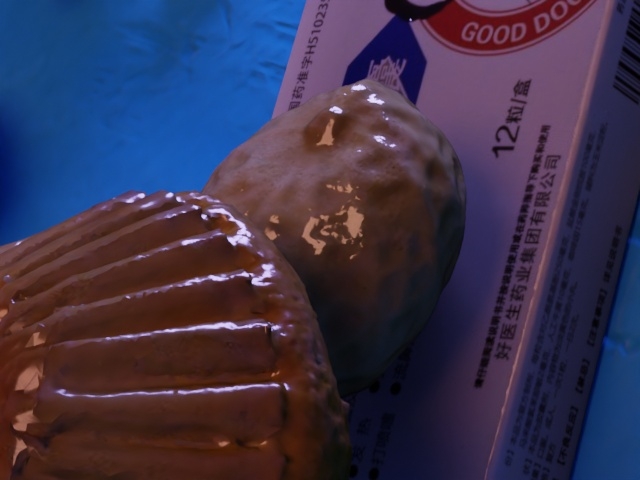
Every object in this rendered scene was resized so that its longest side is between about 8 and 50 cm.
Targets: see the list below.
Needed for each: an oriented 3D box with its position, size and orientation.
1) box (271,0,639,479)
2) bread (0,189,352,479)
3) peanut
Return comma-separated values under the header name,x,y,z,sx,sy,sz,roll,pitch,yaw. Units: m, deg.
name,x,y,z,sx,sy,sz,roll,pitch,yaw
box,0.057,-0.021,1.006,0.214,0.069,0.353,2,69,44
bread,-0.108,0.104,0.839,0.274,0.149,0.274,-18,66,48
peanut,0.000,0.000,0.924,0.140,0.109,0.159,26,92,33
